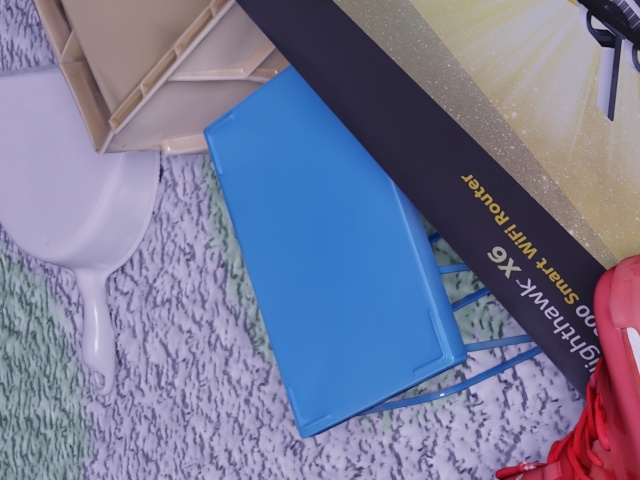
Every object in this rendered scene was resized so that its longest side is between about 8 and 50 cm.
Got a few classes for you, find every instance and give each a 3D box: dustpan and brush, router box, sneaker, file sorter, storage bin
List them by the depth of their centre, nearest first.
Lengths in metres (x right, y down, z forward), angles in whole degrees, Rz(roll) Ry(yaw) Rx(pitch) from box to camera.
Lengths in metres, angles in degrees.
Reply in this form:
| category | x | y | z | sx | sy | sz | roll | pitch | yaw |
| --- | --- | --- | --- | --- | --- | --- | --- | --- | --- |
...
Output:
| category | x | y | z | sx | sy | sz | roll | pitch | yaw |
| --- | --- | --- | --- | --- | --- | --- | --- | --- | --- |
| router box | 0.111 | -0.106 | 0.757 | 0.309 | 0.081 | 0.243 | 48 | 133 | -4 |
| sneaker | 0.115 | 0.099 | 0.783 | 0.128 | 0.087 | 0.221 | -3 | 128 | 25 |
| file sorter | 0.036 | -0.005 | 0.930 | 0.118 | 0.104 | 0.170 | -32 | 72 | 44 |
| storage bin | -0.064 | -0.218 | 1.004 | 0.260 | 0.123 | 0.262 | -42 | 65 | 42 |
| dustpan and brush | -0.157 | -0.005 | 1.187 | 0.147 | 0.060 | 0.211 | -2 | 86 | 35 |
